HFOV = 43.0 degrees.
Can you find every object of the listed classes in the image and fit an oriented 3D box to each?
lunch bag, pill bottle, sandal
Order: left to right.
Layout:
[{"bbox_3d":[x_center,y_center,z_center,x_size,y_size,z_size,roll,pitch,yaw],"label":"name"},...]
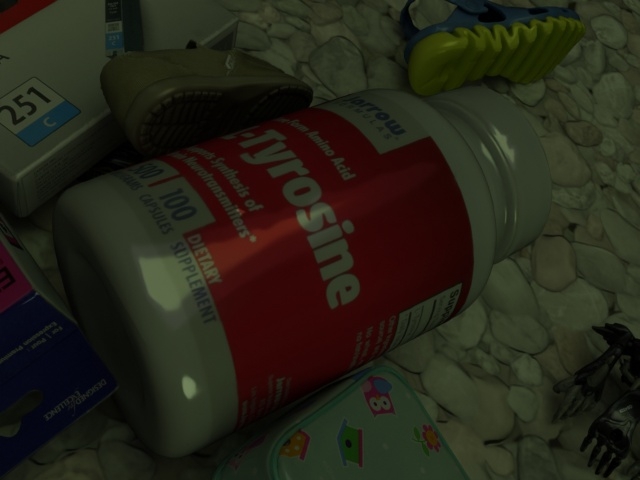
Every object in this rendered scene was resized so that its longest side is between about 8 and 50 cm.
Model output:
[{"bbox_3d":[0.000,0.000,0.714,0.408,0.229,0.229,-23,71,-27],"label":"pill bottle"},{"bbox_3d":[0.053,0.253,0.648,0.224,0.108,0.279,-26,85,-56],"label":"lunch bag"},{"bbox_3d":[0.234,-0.294,1.124,0.317,0.126,0.138,-10,60,-32],"label":"sandal"}]

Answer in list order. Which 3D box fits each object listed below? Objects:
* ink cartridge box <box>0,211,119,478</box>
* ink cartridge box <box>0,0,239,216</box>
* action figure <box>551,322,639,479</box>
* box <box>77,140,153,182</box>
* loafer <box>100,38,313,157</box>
[{"bbox_3d":[-0.334,0.018,0.628,0.176,0.069,0.371,-37,81,-6],"label":"ink cartridge box"},{"bbox_3d":[-0.273,-0.194,0.795,0.261,0.066,0.296,35,56,12],"label":"ink cartridge box"},{"bbox_3d":[0.329,0.181,0.852,0.164,0.141,0.276,39,24,12],"label":"action figure"},{"bbox_3d":[-0.135,-0.111,0.863,0.220,0.051,0.175,18,54,-15],"label":"box"},{"bbox_3d":[-0.098,-0.137,0.757,0.092,0.102,0.268,45,22,15],"label":"loafer"}]
